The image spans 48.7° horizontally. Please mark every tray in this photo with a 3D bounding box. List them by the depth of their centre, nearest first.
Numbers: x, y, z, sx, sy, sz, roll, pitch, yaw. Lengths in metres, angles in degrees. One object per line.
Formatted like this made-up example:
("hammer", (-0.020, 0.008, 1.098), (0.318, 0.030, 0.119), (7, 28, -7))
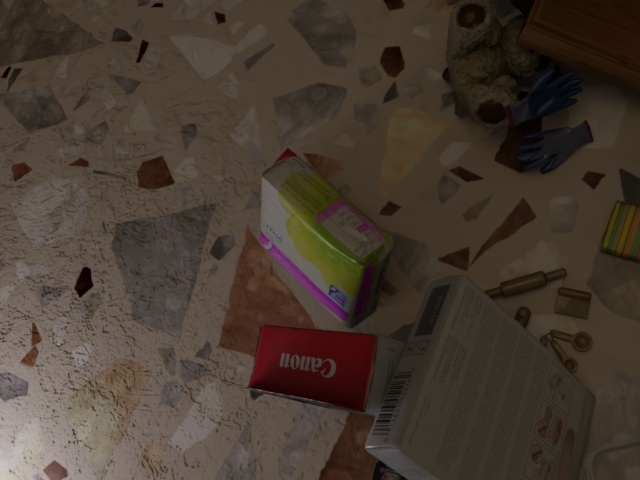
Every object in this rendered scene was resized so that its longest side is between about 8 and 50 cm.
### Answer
("tray", (0.596, -0.388, 1.314), (0.410, 0.076, 0.203), (23, 75, 5))

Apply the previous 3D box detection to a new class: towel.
("towel", (0.645, 0.006, 1.291), (0.237, 0.021, 0.102), (18, 86, 22))

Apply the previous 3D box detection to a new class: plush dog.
("plush dog", (0.375, -0.368, 1.430), (0.225, 0.210, 0.263), (-16, 97, -1))

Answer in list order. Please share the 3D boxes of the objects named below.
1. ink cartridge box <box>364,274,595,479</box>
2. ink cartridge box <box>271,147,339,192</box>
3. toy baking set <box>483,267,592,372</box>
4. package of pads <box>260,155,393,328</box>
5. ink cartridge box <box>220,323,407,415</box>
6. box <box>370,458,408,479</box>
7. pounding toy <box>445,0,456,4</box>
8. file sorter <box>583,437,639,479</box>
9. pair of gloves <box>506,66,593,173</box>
("ink cartridge box", (0.279, 0.290, 1.153), (0.091, 0.385, 0.308), (-18, 38, 52))
("ink cartridge box", (-0.027, -0.123, 1.511), (0.135, 0.099, 0.056), (42, 90, 25))
("toy baking set", (0.385, 0.162, 1.325), (0.256, 0.030, 0.197), (-14, 70, 14))
("package of pads", (0.000, 0.000, 1.391), (0.101, 0.229, 0.296), (-34, 62, -29))
("ink cartridge box", (0.025, 0.227, 1.235), (0.309, 0.271, 0.130), (-3, 71, 48))
("box", (0.242, 0.376, 1.255), (0.269, 0.060, 0.216), (6, 55, 20))
("pounding toy", (0.340, -0.657, 1.541), (0.182, 0.110, 0.237), (-7, 72, 17))
("file sorter", (0.512, 0.391, 1.080), (0.192, 0.277, 0.173), (-17, 68, 13))
("pair of gloves", (0.440, -0.230, 1.361), (0.159, 0.198, 0.023), (-25, 27, 0))
